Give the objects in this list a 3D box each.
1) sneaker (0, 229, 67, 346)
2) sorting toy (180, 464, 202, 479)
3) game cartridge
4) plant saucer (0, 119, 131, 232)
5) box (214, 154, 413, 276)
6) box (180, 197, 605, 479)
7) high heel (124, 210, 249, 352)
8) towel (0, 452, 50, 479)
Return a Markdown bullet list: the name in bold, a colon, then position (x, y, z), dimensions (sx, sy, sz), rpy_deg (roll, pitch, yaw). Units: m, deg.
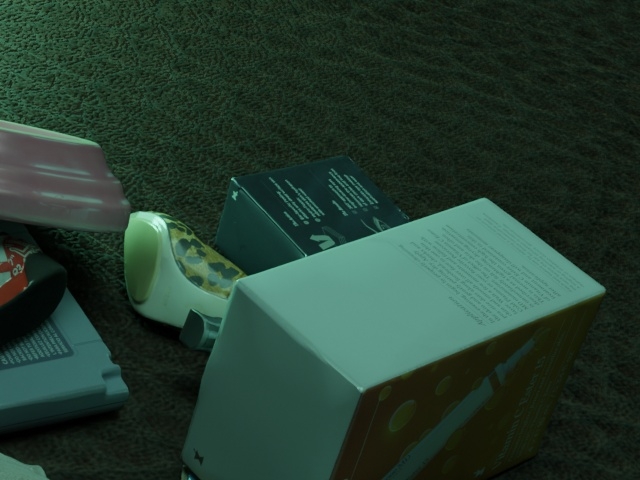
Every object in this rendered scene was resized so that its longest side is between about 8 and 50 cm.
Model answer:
- **sneaker**: position (-0.366, 0.054, 1.791), dimensions (0.145, 0.090, 0.270), rpy_deg (31, 34, 21)
- **sorting toy**: position (-0.086, 0.230, 1.815), dimensions (0.083, 0.012, 0.062), rpy_deg (11, 35, -8)
- **game cartridge**: position (-0.332, 0.075, 1.895), dimensions (0.196, 0.060, 0.294), rpy_deg (-6, 40, -34)
- **plant saucer**: position (-0.344, -0.079, 1.938), dimensions (0.332, 0.084, 0.332), rpy_deg (12, 3, -1)
- **box**: position (0.000, 0.000, 2.098), dimensions (0.158, 0.093, 0.156), rpy_deg (-12, 44, -36)
- **box**: position (0.070, 0.123, 1.840), dimensions (0.345, 0.215, 0.168), rpy_deg (-18, 47, -43)
- **high heel**: position (-0.092, 0.057, 2.016), dimensions (0.186, 0.093, 0.261), rpy_deg (16, 22, -34)
- **towel**: position (-0.362, 0.243, 1.654), dimensions (0.187, 0.049, 0.282), rpy_deg (24, 36, 12)
